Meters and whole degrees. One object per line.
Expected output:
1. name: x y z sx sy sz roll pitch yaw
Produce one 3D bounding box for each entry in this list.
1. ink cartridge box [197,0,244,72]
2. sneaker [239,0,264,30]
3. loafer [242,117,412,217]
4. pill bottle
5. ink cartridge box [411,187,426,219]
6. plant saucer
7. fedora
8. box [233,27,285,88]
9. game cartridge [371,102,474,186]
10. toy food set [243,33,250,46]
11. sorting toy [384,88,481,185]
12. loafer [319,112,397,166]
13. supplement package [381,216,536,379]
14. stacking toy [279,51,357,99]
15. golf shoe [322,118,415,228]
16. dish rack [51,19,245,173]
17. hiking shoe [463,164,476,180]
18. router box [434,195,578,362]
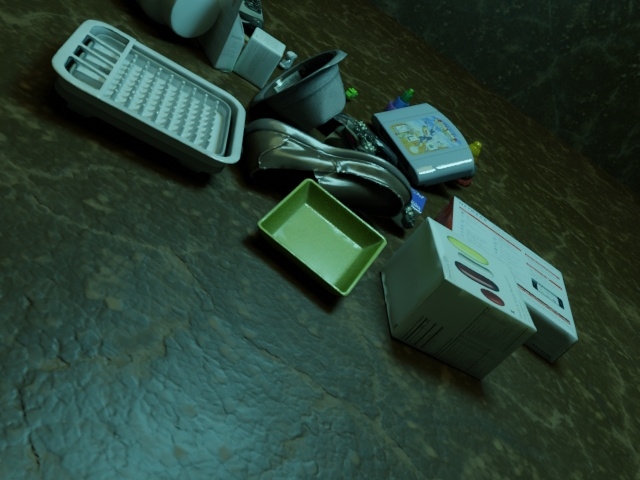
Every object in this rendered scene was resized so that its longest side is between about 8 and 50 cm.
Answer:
1. ink cartridge box: -0.218 -0.541 1.528 0.056 0.225 0.181 5 42 -39
2. sneaker: -0.220 -0.701 1.896 0.100 0.108 0.272 16 36 -38
3. loafer: 0.009 -0.108 1.275 0.365 0.134 0.130 18 58 -16
4. pill bottle: -0.371 -0.622 1.527 0.176 0.176 0.318 -4 49 -52
5. ink cartridge box: 0.146 -0.128 1.516 0.207 0.046 0.097 37 29 -2
6. plant saucer: 0.000 0.000 1.126 0.188 0.045 0.188 39 41 3
7. fedora: -0.028 -0.328 1.484 0.124 0.243 0.275 59 11 -21
8. box: -0.150 -0.450 1.601 0.087 0.101 0.102 30 29 -14
9. game cartridge: 0.287 -0.273 1.794 0.198 0.062 0.297 -18 50 -13
10. toy food set: -0.239 -0.563 1.761 0.122 0.019 0.078 45 28 -2
11. sorting toy: 0.358 -0.332 1.984 0.365 0.126 0.127 48 30 18
12. loafer: 0.101 -0.253 1.620 0.223 0.076 0.078 36 35 5
13. supplement package: 0.240 0.102 1.167 0.203 0.149 0.194 28 29 -19
14. stacking toy: -0.002 -0.458 1.847 0.167 0.052 0.221 46 27 12
15. golf shoe: 0.107 -0.129 1.423 0.273 0.120 0.105 55 21 -6
16. dish rack: -0.298 -0.245 1.156 0.332 0.072 0.286 26 29 -20
17. hiking shoe: 0.349 -0.264 1.867 0.227 0.086 0.114 47 27 19
18. router box: 0.407 0.077 1.470 0.335 0.082 0.301 35 28 -4
